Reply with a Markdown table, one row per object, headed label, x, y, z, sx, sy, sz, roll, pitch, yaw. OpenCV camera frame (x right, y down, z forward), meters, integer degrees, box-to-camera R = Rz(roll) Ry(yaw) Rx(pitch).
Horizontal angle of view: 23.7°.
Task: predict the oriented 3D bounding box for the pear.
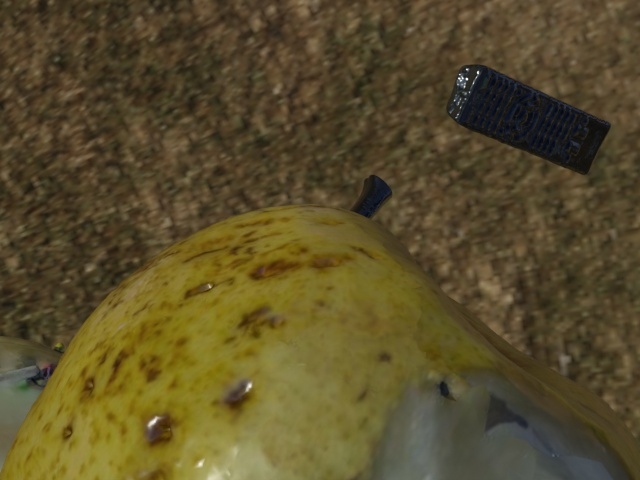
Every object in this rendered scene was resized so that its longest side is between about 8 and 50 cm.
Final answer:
| label | x | y | z | sx | sy | sz | roll | pitch | yaw |
| --- | --- | --- | --- | --- | --- | --- | --- | --- | --- |
| pear | -0.006 | 0.126 | 0.602 | 0.271 | 0.271 | 0.271 | 6 | 79 | -30 |

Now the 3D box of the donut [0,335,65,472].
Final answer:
| label | x | y | z | sx | sy | sz | roll | pitch | yaw |
| --- | --- | --- | --- | --- | --- | --- | --- | --- | --- |
| donut | -0.310 | 0.263 | 1.514 | 0.307 | 0.150 | 0.371 | 14 | 107 | -19 |

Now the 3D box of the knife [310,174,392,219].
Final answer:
| label | x | y | z | sx | sy | sz | roll | pitch | yaw |
| --- | --- | --- | --- | --- | --- | --- | --- | --- | --- |
| knife | 0.000 | 0.000 | 1.478 | 0.060 | 0.028 | 0.230 | 44 | 46 | -6 |

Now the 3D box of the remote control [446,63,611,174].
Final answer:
| label | x | y | z | sx | sy | sz | roll | pitch | yaw |
| --- | --- | --- | --- | --- | --- | --- | --- | --- | --- |
| remote control | 0.206 | -0.115 | 1.481 | 0.245 | 0.025 | 0.063 | 16 | 98 | -49 |
